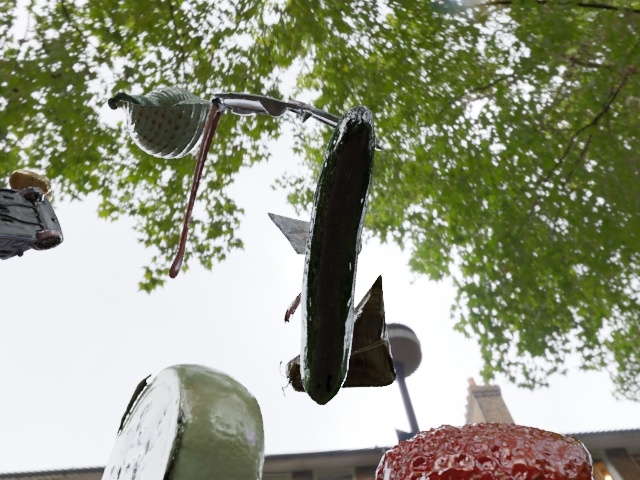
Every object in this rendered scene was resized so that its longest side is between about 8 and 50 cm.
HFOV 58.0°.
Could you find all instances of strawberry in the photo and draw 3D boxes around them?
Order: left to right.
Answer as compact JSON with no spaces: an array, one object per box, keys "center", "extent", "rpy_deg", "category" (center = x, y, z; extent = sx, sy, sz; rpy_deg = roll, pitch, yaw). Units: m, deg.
[{"center":[0.203,0.328,0.700],"extent":[0.277,0.257,0.257],"rpy_deg":[-32,-65,0],"category":"strawberry"}]

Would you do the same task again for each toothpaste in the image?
[{"center":[0.000,0.000,1.136],"extent":[0.066,0.323,0.100],"rpy_deg":[-42,-110,16],"category":"toothpaste"}]

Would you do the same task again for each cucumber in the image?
[{"center":[0.014,0.005,0.531],"extent":[0.056,0.056,0.284],"rpy_deg":[9,-99,-8],"category":"cucumber"}]

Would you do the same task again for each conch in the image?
[{"center":[-0.298,-0.218,1.098],"extent":[0.200,0.172,0.131],"rpy_deg":[-20,-53,-41],"category":"conch"}]

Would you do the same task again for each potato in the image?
[{"center":[-0.577,-0.106,1.151],"extent":[0.083,0.068,0.062],"rpy_deg":[27,-48,-19],"category":"potato"}]

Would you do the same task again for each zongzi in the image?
[{"center":[0.028,0.203,1.251],"extent":[0.248,0.111,0.241],"rpy_deg":[-5,-101,-2],"category":"zongzi"}]

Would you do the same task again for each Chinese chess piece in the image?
[{"center":[-0.223,0.357,0.860],"extent":[0.146,0.349,0.349],"rpy_deg":[26,-68,-25],"category":"Chinese chess piece"}]

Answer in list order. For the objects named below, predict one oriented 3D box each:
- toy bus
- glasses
[{"center":[-0.366,-0.022,0.626],"extent":[0.076,0.167,0.073],"rpy_deg":[-33,-107,14],"category":"toy bus"},{"center":[-0.066,-0.053,0.740],"extent":[0.234,0.118,0.268],"rpy_deg":[18,-89,17],"category":"glasses"}]
